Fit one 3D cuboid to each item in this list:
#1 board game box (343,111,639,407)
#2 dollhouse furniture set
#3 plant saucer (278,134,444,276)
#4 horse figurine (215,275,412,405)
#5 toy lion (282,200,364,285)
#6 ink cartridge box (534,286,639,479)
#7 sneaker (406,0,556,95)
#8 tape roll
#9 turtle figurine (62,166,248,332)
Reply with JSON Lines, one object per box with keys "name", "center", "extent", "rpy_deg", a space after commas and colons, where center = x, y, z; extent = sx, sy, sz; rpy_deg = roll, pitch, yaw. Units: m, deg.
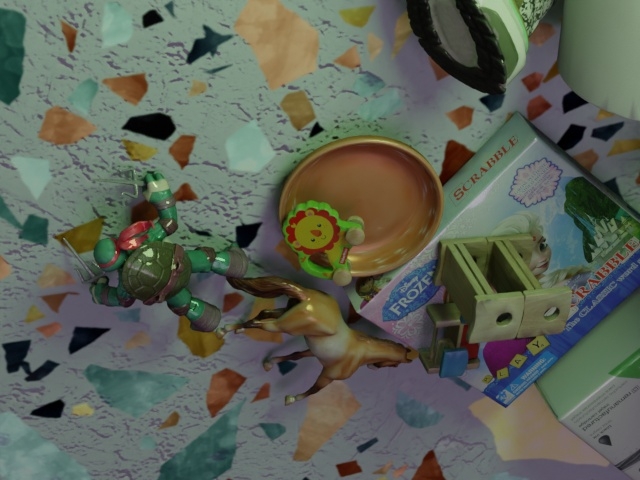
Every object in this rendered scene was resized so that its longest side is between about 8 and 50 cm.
{"name": "board game box", "center": [0.247, 0.036, 2.060], "extent": [0.318, 0.066, 0.319], "rpy_deg": [33, 109, -36]}
{"name": "dollhouse furniture set", "center": [0.214, 0.104, 1.969], "extent": [0.129, 0.129, 0.184], "rpy_deg": [-5, 126, -17]}
{"name": "plant saucer", "center": [0.048, -0.045, 1.916], "extent": [0.200, 0.037, 0.200], "rpy_deg": [-4, 126, -5]}
{"name": "horse figurine", "center": [-0.017, 0.118, 1.998], "extent": [0.174, 0.066, 0.263], "rpy_deg": [-20, 134, 21]}
{"name": "toy lion", "center": [0.000, 0.000, 1.903], "extent": [0.096, 0.034, 0.100], "rpy_deg": [12, 124, -6]}
{"name": "ink cartridge box", "center": [0.462, 0.211, 2.246], "extent": [0.211, 0.121, 0.289], "rpy_deg": [-42, 130, 13]}
{"name": "sneaker", "center": [0.161, -0.365, 1.705], "extent": [0.182, 0.158, 0.410], "rpy_deg": [-44, 135, -28]}
{"name": "tape roll", "center": [0.392, -0.261, 1.775], "extent": [0.246, 0.246, 0.169], "rpy_deg": [-11, 130, -14]}
{"name": "turtle figurine", "center": [-0.198, 0.026, 1.847], "extent": [0.234, 0.118, 0.175], "rpy_deg": [26, 113, -41]}
